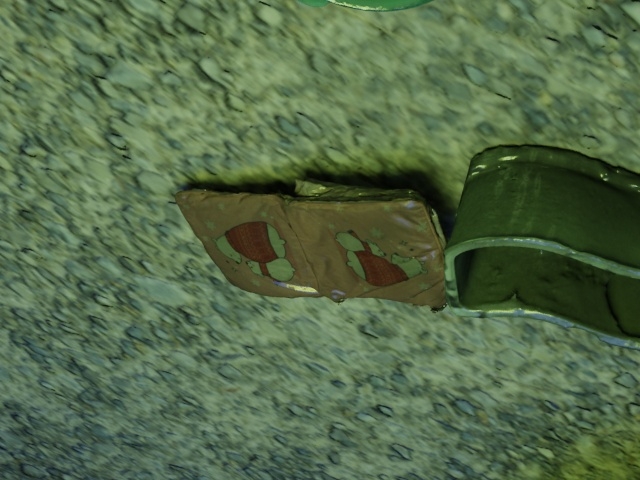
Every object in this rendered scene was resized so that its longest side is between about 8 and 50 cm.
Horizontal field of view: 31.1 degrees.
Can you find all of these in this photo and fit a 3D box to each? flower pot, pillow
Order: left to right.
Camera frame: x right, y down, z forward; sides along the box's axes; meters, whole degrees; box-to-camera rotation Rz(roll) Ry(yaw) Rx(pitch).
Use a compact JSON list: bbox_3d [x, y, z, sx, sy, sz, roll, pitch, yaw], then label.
[{"bbox_3d":[0.000,0.000,0.988,0.248,0.049,0.135,3,136,34],"label":"pillow"},{"bbox_3d":[0.214,0.006,0.888,0.229,0.108,0.103,10,139,8],"label":"flower pot"}]

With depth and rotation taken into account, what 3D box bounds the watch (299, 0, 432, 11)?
[{"bbox_3d":[0.004,-0.246,0.715,0.237,0.068,0.195,29,141,-19],"label":"watch"}]
